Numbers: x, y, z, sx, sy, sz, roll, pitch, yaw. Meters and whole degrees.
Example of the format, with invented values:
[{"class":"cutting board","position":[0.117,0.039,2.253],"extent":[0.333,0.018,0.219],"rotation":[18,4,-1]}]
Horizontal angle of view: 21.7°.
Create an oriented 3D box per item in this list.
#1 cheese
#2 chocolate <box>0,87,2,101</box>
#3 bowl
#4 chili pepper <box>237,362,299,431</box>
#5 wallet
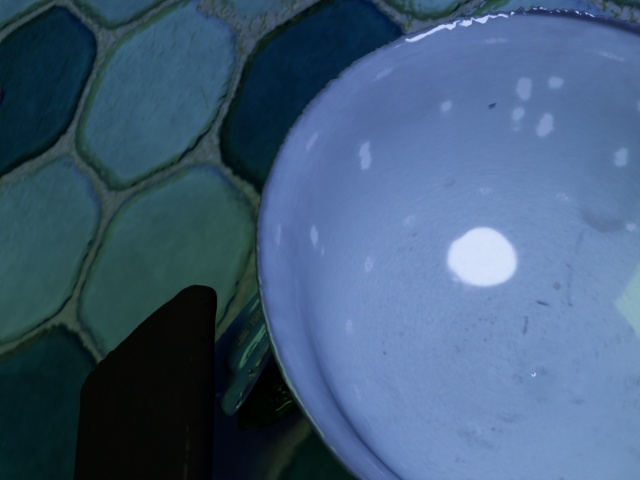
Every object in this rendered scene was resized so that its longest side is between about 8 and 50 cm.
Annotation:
[{"class":"cheese","position":[0.000,0.000,1.079],"extent":[0.245,0.052,0.135],"rotation":[-56,15,1]},{"class":"chocolate","position":[-0.329,-0.126,1.495],"extent":[0.064,0.031,0.100],"rotation":[-54,40,-6]},{"class":"bowl","position":[0.115,0.048,0.870],"extent":[0.313,0.146,0.313],"rotation":[3,59,-5]},{"class":"chili pepper","position":[0.024,0.073,1.032],"extent":[0.182,0.050,0.073],"rotation":[-17,62,37]},{"class":"wallet","position":[-0.116,0.157,1.079],"extent":[0.182,0.049,0.229],"rotation":[-45,36,44]}]
